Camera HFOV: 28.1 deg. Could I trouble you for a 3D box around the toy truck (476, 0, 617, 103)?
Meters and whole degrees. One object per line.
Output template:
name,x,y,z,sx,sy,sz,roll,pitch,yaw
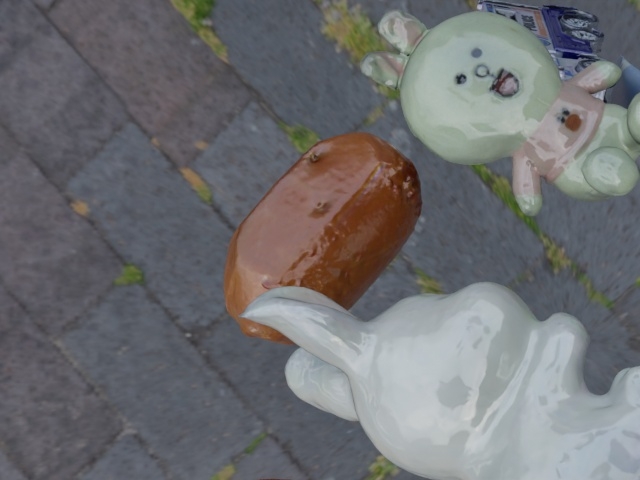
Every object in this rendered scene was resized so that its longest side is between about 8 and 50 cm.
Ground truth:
toy truck,0.245,-0.186,1.482,0.155,0.268,0.124,8,117,0

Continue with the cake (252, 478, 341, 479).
cake,0.036,0.198,0.752,0.287,0.135,0.098,13,70,-16

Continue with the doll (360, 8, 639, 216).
doll,0.169,-0.112,1.115,0.275,0.113,0.155,25,84,18

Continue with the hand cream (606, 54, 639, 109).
hand cream,0.396,-0.137,1.493,0.058,0.271,0.091,3,113,-17

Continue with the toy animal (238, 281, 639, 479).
toy animal,0.110,0.153,1.055,0.367,0.196,0.241,35,69,27

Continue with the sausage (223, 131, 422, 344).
sausage,0.000,-0.001,1.434,0.153,0.141,0.268,32,74,34
